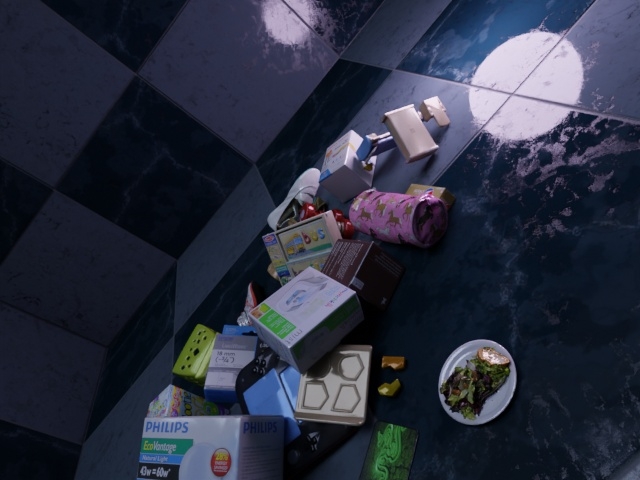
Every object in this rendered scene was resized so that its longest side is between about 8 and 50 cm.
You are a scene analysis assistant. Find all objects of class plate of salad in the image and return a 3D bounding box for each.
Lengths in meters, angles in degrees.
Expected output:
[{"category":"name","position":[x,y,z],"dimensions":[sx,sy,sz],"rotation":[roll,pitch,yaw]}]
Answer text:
[{"category":"plate of salad","position":[0.349,0.317,1.022],"dimensions":[0.199,0.048,0.200],"rotation":[-37,33,29]}]

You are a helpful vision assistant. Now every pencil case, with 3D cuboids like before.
[{"category":"pencil case","position":[0.252,-0.082,1.501],"dimensions":[0.160,0.167,0.386],"rotation":[-43,25,-15]}]

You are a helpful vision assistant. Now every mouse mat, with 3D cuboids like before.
[{"category":"mouse mat","position":[0.163,0.548,1.098],"dimensions":[0.152,0.007,0.190],"rotation":[-13,47,52]}]

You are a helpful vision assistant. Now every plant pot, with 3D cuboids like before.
[{"category":"plant pot","position":[-0.435,0.503,1.861],"dimensions":[0.207,0.227,0.228],"rotation":[-4,55,48]}]

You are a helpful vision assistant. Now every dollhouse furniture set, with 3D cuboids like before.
[{"category":"dollhouse furniture set","position":[0.338,-0.372,1.786],"dimensions":[0.286,0.198,0.303],"rotation":[-23,-11,-21]}]

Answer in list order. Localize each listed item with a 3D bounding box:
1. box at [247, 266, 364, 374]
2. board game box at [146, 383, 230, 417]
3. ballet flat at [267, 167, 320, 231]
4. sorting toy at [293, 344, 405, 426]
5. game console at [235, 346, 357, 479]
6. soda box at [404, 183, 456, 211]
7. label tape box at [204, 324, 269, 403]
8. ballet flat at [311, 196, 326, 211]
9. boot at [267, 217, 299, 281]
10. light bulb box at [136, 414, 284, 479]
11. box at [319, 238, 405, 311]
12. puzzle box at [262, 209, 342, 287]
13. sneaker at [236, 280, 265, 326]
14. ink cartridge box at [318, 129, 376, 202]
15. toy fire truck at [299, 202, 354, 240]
[{"category":"box","position":[-0.043,0.235,1.358],"dimensions":[0.262,0.127,0.231],"rotation":[-36,36,-23]},{"category":"board game box","position":[-0.496,0.685,1.683],"dimensions":[0.144,0.275,0.142],"rotation":[-43,30,19]},{"category":"ballet flat","position":[-0.117,-0.183,2.254],"dimensions":[0.400,0.139,0.139],"rotation":[-46,28,24]},{"category":"sorting toy","position":[0.083,0.403,1.254],"dimensions":[0.307,0.041,0.229],"rotation":[-4,54,23]},{"category":"game console","position":[-0.096,0.490,1.368],"dimensions":[0.342,0.060,0.387],"rotation":[-44,50,15]},{"category":"soda box","position":[0.364,-0.145,1.501],"dimensions":[0.058,0.061,0.181],"rotation":[-58,28,-5]},{"category":"label tape box","position":[-0.280,0.431,1.666],"dimensions":[0.334,0.240,0.106],"rotation":[-88,2,-46]},{"category":"ballet flat","position":[-0.027,-0.117,2.029],"dimensions":[0.080,0.073,0.232],"rotation":[-56,5,46]},{"category":"boot","position":[-0.161,0.036,2.093],"dimensions":[0.270,0.089,0.236],"rotation":[-55,27,2]},{"category":"light bulb box","position":[-0.306,0.679,1.239],"dimensions":[0.357,0.225,0.361],"rotation":[-11,66,24]},{"category":"box","position":[0.129,0.109,1.467],"dimensions":[0.203,0.168,0.167],"rotation":[5,62,58]},{"category":"puzzle box","position":[-0.054,0.060,1.732],"dimensions":[0.052,0.272,0.408],"rotation":[-24,3,-41]},{"category":"sneaker","position":[-0.324,0.304,2.041],"dimensions":[0.145,0.090,0.270],"rotation":[-45,31,12]},{"category":"ink cartridge box","position":[0.122,-0.325,1.964],"dimensions":[0.171,0.168,0.233],"rotation":[-29,36,41]},{"category":"toy fire truck","position":[0.000,0.000,1.837],"dimensions":[0.302,0.169,0.254],"rotation":[-127,50,-62]}]
